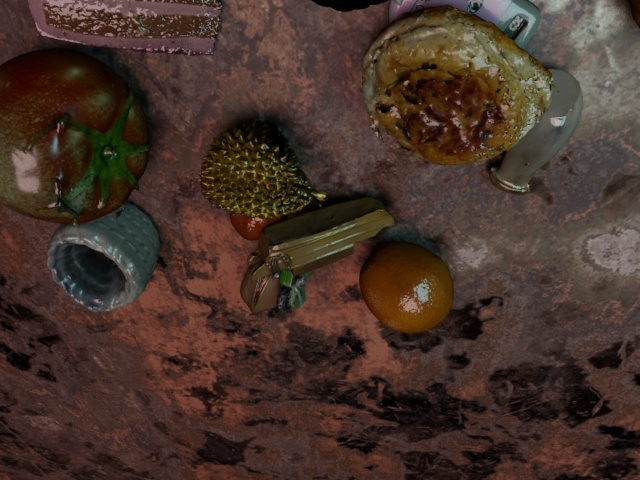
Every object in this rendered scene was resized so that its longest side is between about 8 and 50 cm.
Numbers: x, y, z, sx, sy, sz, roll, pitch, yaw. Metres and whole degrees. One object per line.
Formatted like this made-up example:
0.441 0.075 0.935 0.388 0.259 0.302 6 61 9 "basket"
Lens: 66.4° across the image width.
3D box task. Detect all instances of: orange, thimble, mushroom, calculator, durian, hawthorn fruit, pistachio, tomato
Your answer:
0.181 0.096 1.041 0.205 0.206 0.206 4 130 5 "orange"
-0.478 0.036 1.096 0.204 0.172 0.250 -2 127 8 "thimble"
0.376 -0.181 0.859 0.116 0.093 0.225 15 141 17 "mushroom"
0.225 -0.346 0.766 0.245 0.045 0.141 26 128 -14 "calculator"
-0.098 -0.135 0.893 0.237 0.194 0.138 10 121 -9 "durian"
-0.124 -0.060 1.007 0.127 0.128 0.128 4 130 5 "hawthorn fruit"
-0.133 0.103 1.143 0.112 0.113 0.149 12 131 -2 "pistachio"
-0.467 -0.177 0.875 0.238 0.304 0.304 15 131 16 "tomato"

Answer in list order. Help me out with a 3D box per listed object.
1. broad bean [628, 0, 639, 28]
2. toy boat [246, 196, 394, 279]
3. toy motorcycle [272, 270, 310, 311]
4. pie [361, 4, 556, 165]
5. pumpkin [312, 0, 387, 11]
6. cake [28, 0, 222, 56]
0.494 -0.373 0.658 0.156 0.122 0.228 -39 125 4 "broad bean"
0.000 0.000 0.989 0.310 0.089 0.115 -20 131 -13 "toy boat"
-0.052 0.065 1.090 0.074 0.106 0.190 17 97 23 "toy motorcycle"
0.194 -0.235 0.785 0.307 0.086 0.308 16 147 11 "pie"
0.042 -0.410 0.612 0.247 0.248 0.248 4 130 5 "pumpkin"
-0.312 -0.381 0.801 0.294 0.113 0.116 4 133 -12 "cake"
